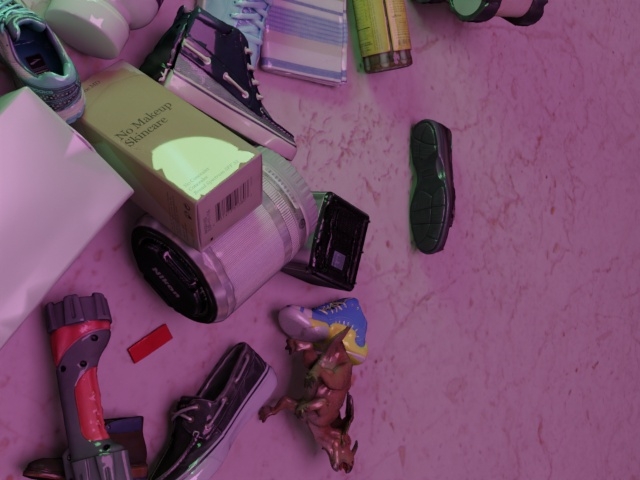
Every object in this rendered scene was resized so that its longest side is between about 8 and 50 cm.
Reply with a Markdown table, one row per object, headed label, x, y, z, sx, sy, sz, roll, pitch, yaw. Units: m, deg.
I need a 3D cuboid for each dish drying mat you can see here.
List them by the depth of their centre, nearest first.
| label | x | y | z | sx | sy | sz | roll | pitch | yaw |
| --- | --- | --- | --- | --- | --- | --- | --- | --- | --- |
| dish drying mat | -0.297 | 0.180 | 1.400 | 0.083 | 0.008 | 0.032 | -35 | 112 | -35 |

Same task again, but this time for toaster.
| label | x | y | z | sx | sy | sz | roll | pitch | yaw |
| --- | --- | --- | --- | --- | --- | --- | --- | --- | --- |
| toaster | 0.000 | 0.000 | 1.559 | 0.186 | 0.110 | 0.168 | 27 | 72 | -54 |

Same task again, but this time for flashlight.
| label | x | y | z | sx | sy | sz | roll | pitch | yaw |
| --- | --- | --- | --- | --- | --- | --- | --- | --- | --- |
| flashlight | -0.352 | 0.237 | 1.239 | 0.103 | 0.103 | 0.304 | -3 | 71 | -43 |

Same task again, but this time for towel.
| label | x | y | z | sx | sy | sz | roll | pitch | yaw |
| --- | --- | --- | --- | --- | --- | --- | --- | --- | --- |
| towel | -0.032 | -0.459 | 1.602 | 0.209 | 0.034 | 0.285 | 2 | 87 | -37 |

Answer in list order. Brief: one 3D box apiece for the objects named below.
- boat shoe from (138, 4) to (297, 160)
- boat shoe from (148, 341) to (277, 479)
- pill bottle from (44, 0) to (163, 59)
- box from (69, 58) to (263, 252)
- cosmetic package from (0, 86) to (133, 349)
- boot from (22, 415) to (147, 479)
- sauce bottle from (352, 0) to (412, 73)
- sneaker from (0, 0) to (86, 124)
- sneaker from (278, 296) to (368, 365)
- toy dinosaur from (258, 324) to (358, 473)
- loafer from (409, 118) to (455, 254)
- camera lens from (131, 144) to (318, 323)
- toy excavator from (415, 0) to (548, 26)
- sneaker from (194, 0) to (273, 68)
| label | x | y | z | sx | sy | sz | roll | pitch | yaw |
| --- | --- | --- | --- | --- | --- | --- | --- | --- | --- |
| boat shoe | -0.142 | -0.270 | 1.398 | 0.340 | 0.127 | 0.158 | 28 | 86 | -44 |
| boat shoe | -0.211 | 0.318 | 1.417 | 0.119 | 0.121 | 0.335 | 53 | 48 | -18 |
| pill bottle | -0.315 | -0.448 | 1.281 | 0.169 | 0.169 | 0.301 | 33 | 69 | -34 |
| box | -0.249 | -0.137 | 1.245 | 0.148 | 0.311 | 0.121 | -44 | 156 | -30 |
| cosmetic package | -0.469 | -0.001 | 1.093 | 0.217 | 0.156 | 0.385 | 50 | 60 | -28 |
| boot | -0.376 | 0.336 | 1.301 | 0.219 | 0.082 | 0.106 | 16 | 69 | -48 |
| sauce bottle | 0.118 | -0.527 | 1.673 | 0.111 | 0.111 | 0.344 | -15 | 100 | -38 |
| sneaker | -0.437 | -0.304 | 1.163 | 0.110 | 0.122 | 0.283 | -40 | 84 | -27 |
| sneaker | 0.011 | 0.156 | 1.614 | 0.240 | 0.091 | 0.126 | 38 | 54 | -39 |
| toy dinosaur | 0.016 | 0.289 | 1.555 | 0.200 | 0.127 | 0.295 | 11 | 100 | -40 |
| loafer | 0.267 | -0.120 | 1.803 | 0.095 | 0.109 | 0.302 | 1 | 87 | -43 |
| camera lens | -0.165 | -0.010 | 1.371 | 0.274 | 0.219 | 0.219 | -42 | 115 | -31 |
| toy excavator | 0.339 | -0.738 | 1.760 | 0.222 | 0.433 | 0.445 | -8 | 123 | -39 |
| sneaker | -0.131 | -0.460 | 1.443 | 0.135 | 0.150 | 0.365 | 3 | 89 | -38 |
